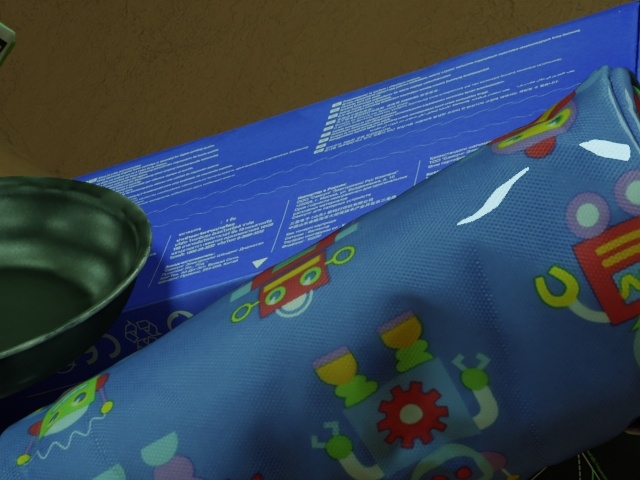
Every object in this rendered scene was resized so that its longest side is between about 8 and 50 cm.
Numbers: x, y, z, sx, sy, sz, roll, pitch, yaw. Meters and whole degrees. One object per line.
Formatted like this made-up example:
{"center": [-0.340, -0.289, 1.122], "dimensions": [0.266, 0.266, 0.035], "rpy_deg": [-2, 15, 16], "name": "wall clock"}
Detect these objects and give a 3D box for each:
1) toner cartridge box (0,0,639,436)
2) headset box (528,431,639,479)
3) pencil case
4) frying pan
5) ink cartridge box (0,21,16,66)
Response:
{"center": [0.000, 0.000, 0.844], "dimensions": [0.075, 0.348, 0.165], "rpy_deg": [64, 24, -25], "name": "toner cartridge box"}
{"center": [0.088, 0.147, 0.913], "dimensions": [0.283, 0.131, 0.246], "rpy_deg": [56, -11, -28], "name": "headset box"}
{"center": [0.024, 0.058, 0.675], "dimensions": [0.133, 0.306, 0.119], "rpy_deg": [55, 14, -19], "name": "pencil case"}
{"center": [-0.141, 0.045, 0.723], "dimensions": [0.326, 0.197, 0.053], "rpy_deg": [38, -38, 56], "name": "frying pan"}
{"center": [-0.276, -0.077, 1.142], "dimensions": [0.097, 0.189, 0.255], "rpy_deg": [32, 0, 23], "name": "ink cartridge box"}
